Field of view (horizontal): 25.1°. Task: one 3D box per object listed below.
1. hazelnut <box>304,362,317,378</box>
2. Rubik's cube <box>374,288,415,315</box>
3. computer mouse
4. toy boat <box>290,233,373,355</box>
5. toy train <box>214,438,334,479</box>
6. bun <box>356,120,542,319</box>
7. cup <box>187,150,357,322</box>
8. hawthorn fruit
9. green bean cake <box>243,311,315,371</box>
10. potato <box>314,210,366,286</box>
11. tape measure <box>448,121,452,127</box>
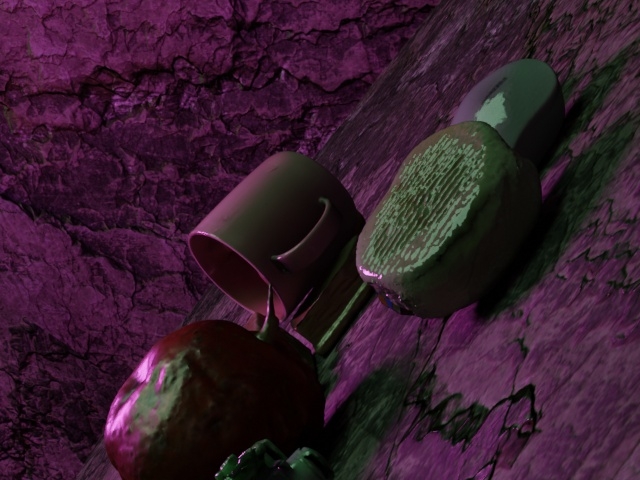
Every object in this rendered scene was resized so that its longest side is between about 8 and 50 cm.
[{"bbox_3d":[-0.042,0.199,1.921,0.086,0.086,0.086,-53,7,10],"label":"hazelnut"},{"bbox_3d":[0.108,0.034,1.624,0.093,0.111,0.111,-10,38,39],"label":"Rubik's cube"},{"bbox_3d":[0.192,-0.109,1.660,0.231,0.079,0.128,-58,34,2],"label":"computer mouse"},{"bbox_3d":[0.031,0.071,2.073,0.188,0.061,0.116,-54,5,0],"label":"toy boat"},{"bbox_3d":[-0.087,0.308,1.442,0.243,0.132,0.188,-48,0,-16],"label":"toy train"},{"bbox_3d":[0.142,-0.018,1.504,0.221,0.108,0.221,-37,32,28],"label":"bun"},{"bbox_3d":[-0.048,-0.014,2.129,0.200,0.191,0.253,-48,19,-21],"label":"cup"},{"bbox_3d":[-0.121,0.219,1.713,0.261,0.258,0.258,-26,8,0],"label":"hawthorn fruit"},{"bbox_3d":[-0.072,0.177,2.061,0.085,0.109,0.179,-53,7,6],"label":"green bean cake"},{"bbox_3d":[0.000,0.000,2.334,0.176,0.137,0.137,-43,13,42],"label":"potato"},{"bbox_3d":[0.207,-0.135,1.798,0.146,0.081,0.125,-56,15,-13],"label":"tape measure"}]
